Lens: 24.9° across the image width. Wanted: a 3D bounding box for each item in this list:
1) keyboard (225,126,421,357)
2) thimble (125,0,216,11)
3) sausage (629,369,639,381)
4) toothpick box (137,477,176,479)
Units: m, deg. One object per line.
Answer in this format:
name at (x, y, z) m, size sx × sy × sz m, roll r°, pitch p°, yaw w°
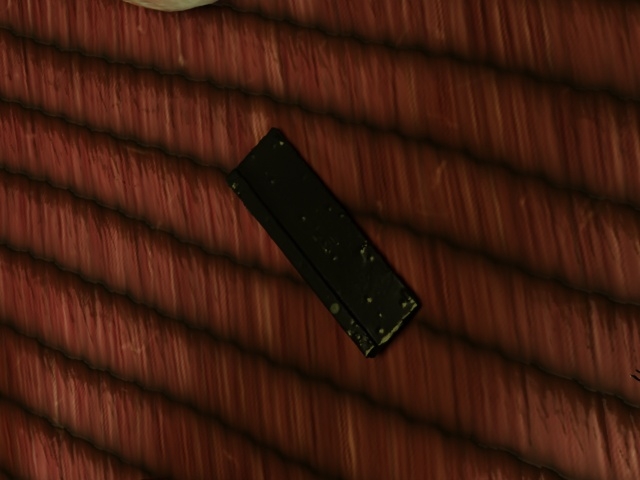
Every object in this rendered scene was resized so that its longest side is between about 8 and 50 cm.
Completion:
keyboard at (0.000, 0.000, 1.073) m, size 0.060 × 0.018 × 0.195 m, roll -47°, pitch 61°, yaw 15°
thimble at (-0.148, -0.303, 1.117) m, size 0.239 × 0.162 × 0.239 m, roll -3°, pitch 85°, yaw 35°
sausage at (0.305, 0.044, 0.807) m, size 0.264 × 0.083 × 0.083 m, roll -35°, pitch 66°, yaw 27°
toothpick box at (-0.157, 0.358, 1.042) m, size 0.204 × 0.204 × 0.333 m, roll 47°, pitch 112°, yaw 29°
